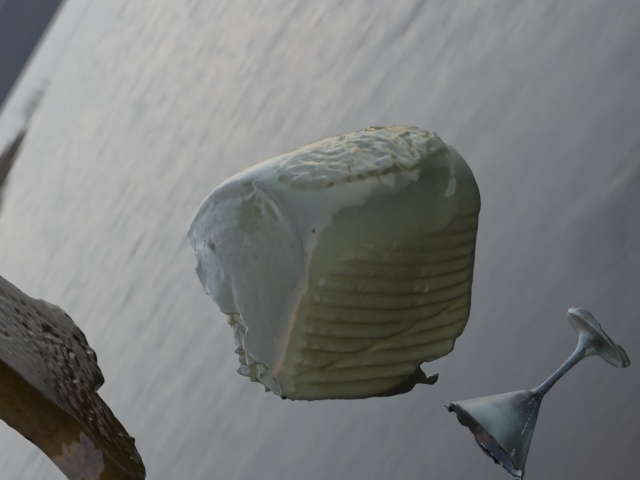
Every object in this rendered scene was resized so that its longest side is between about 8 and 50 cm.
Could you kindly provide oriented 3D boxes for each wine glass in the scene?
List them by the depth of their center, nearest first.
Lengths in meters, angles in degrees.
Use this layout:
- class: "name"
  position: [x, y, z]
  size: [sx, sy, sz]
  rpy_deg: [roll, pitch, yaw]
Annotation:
- class: "wine glass"
  position: [0.313, 0.209, 1.950]
  size: [0.232, 0.156, 0.156]
  rpy_deg: [-42, 12, -8]

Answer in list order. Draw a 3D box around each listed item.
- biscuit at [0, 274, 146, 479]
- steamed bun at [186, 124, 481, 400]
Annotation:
- class: "biscuit"
  position: [-0.222, 0.034, 0.787]
  size: [0.049, 0.301, 0.197]
  rpy_deg: [-42, 39, 3]
- class: "steamed bun"
  position: [0.000, 0.000, 1.469]
  size: [0.290, 0.272, 0.273]
  rpy_deg: [-17, -50, -43]
